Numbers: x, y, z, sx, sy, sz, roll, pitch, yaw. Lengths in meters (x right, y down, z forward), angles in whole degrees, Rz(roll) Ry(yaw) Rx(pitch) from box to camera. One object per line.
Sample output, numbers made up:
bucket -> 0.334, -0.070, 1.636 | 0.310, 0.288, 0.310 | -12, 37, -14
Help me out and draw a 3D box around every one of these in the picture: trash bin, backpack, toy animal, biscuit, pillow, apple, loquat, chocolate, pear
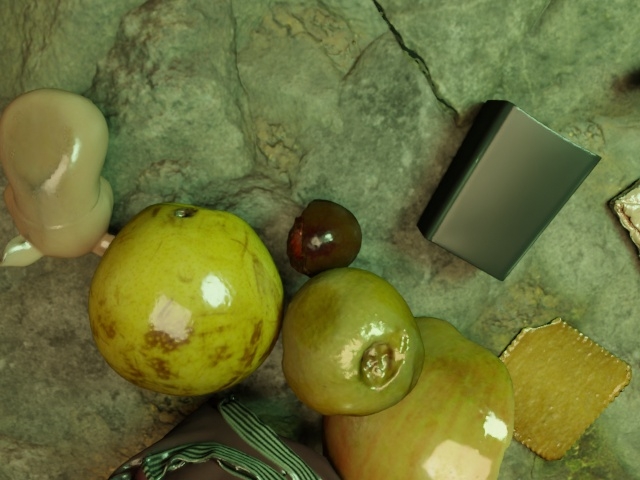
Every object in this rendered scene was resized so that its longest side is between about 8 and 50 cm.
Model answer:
trash bin -> 0.273, -0.073, 0.784 | 0.165, 0.115, 0.225 | 29, 103, -7
backpack -> -0.113, 0.379, 0.758 | 0.318, 0.283, 0.197 | 18, 109, 20
toy animal -> -0.373, -0.091, 0.742 | 0.167, 0.154, 0.249 | -2, 107, -10
biscuit -> 0.410, 0.266, 0.922 | 0.232, 0.013, 0.236 | 33, 100, -9
pillow -> 0.582, -0.008, 0.845 | 0.126, 0.043, 0.232 | -34, 100, 2
apple -> 0.163, 0.302, 0.842 | 0.252, 0.314, 0.308 | -3, 117, -45
loquat -> 0.036, 0.143, 0.727 | 0.213, 0.213, 0.212 | 0, 104, -1
chocolate -> 0.000, 0.000, 0.785 | 0.128, 0.133, 0.124 | -23, 107, 7
pear -> -0.185, 0.081, 0.735 | 0.281, 0.280, 0.280 | 0, 104, -1
